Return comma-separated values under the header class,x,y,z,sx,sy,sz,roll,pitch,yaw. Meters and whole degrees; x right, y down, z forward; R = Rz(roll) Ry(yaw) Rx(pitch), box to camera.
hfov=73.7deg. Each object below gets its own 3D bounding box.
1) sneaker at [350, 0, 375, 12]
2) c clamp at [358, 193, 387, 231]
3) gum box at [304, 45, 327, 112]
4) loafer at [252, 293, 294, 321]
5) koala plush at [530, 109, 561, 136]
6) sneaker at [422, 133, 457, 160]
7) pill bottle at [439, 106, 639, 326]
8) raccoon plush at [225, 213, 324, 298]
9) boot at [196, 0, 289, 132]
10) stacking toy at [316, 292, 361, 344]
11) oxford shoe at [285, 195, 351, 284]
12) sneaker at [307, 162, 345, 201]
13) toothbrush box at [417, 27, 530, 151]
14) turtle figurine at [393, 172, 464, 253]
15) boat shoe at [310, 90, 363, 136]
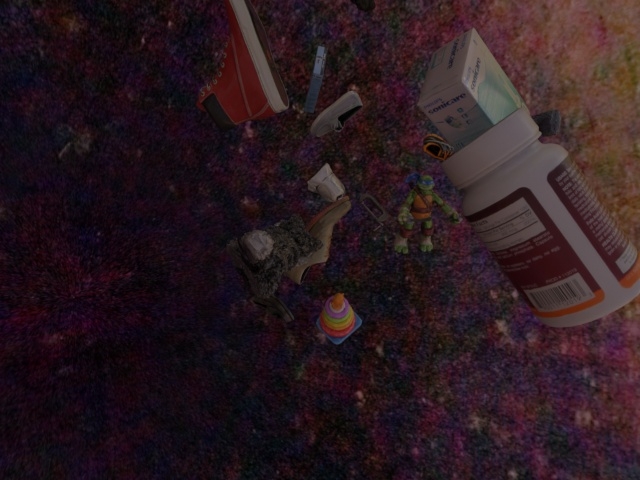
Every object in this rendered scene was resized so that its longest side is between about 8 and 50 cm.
class,x,y,z,sx,sy,sz,roll,pitch,yaw
sneaker,0.064,-0.635,1.070,0.227,0.087,0.130,-11,122,-4
c clamp,0.210,-0.122,1.718,0.137,0.022,0.161,-25,73,-42
gum box,-0.018,-0.610,1.626,0.041,0.184,0.157,13,59,-7
loafer,-0.193,0.276,1.725,0.084,0.267,0.096,-35,118,-16
koala plush,0.672,-0.283,1.382,0.196,0.203,0.222,-33,109,-66
sneaker,0.484,-0.332,1.630,0.214,0.084,0.083,25,42,14
pill bottle,0.428,-0.048,0.852,0.224,0.224,0.392,-35,90,-29
raccoon plush,-0.098,0.019,1.317,0.299,0.446,0.216,-33,98,-21
boot,-0.182,-0.342,0.813,0.088,0.176,0.245,-55,129,-70
stacking toy,0.073,0.303,1.843,0.175,0.302,0.165,-38,63,-18
oxford shoe,0.000,0.000,1.632,0.146,0.397,0.140,45,21,9
sneaker,0.026,-0.182,1.461,0.118,0.292,0.110,44,97,-2
toothbrush box,0.395,-0.333,1.073,0.295,0.126,0.217,38,56,-29
turtle figurine,0.336,-0.051,1.353,0.197,0.266,0.274,-31,55,-31
boat shoe,0.058,-0.446,1.566,0.079,0.227,0.081,6,52,-58
